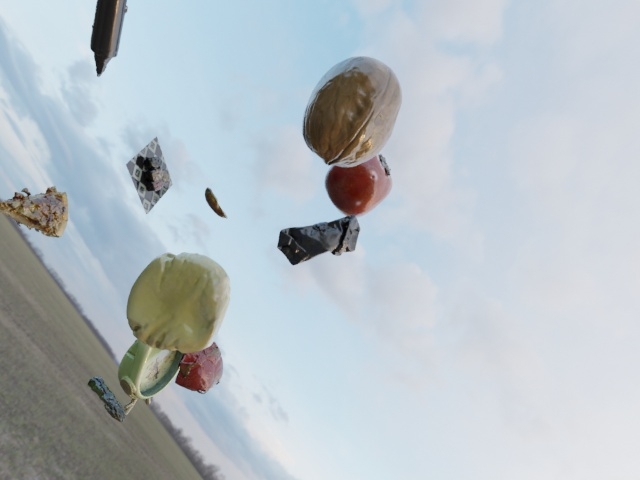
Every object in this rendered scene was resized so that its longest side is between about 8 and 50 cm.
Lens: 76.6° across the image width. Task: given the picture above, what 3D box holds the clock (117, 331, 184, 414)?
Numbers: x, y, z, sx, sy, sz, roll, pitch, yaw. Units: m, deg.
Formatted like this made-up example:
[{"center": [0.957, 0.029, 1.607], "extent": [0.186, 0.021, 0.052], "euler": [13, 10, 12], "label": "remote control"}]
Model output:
[{"center": [-0.543, 0.400, 1.306], "extent": [0.096, 0.307, 0.235], "euler": [24, 1, 17], "label": "clock"}]

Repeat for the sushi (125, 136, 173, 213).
[{"center": [-0.628, -0.250, 1.559], "extent": [0.047, 0.231, 0.219], "euler": [3, -51, 10], "label": "sushi"}]

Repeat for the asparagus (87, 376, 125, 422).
[{"center": [-0.524, 0.390, 0.997], "extent": [0.165, 0.030, 0.036], "euler": [30, 6, 35], "label": "asparagus"}]

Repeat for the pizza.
[{"center": [-0.800, -0.089, 1.145], "extent": [0.069, 0.194, 0.154], "euler": [7, -92, 18], "label": "pizza"}]

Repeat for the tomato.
[{"center": [0.167, -0.262, 1.779], "extent": [0.290, 0.325, 0.293], "euler": [-30, -75, 17], "label": "tomato"}]

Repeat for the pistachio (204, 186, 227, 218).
[{"center": [-0.482, -0.163, 1.843], "extent": [0.172, 0.049, 0.089], "euler": [65, -7, -28], "label": "pistachio"}]

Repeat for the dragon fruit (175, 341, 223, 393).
[{"center": [-0.371, 0.389, 1.290], "extent": [0.127, 0.160, 0.120], "euler": [17, 6, -1], "label": "dragon fruit"}]

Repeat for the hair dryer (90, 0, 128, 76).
[{"center": [-0.399, -0.492, 0.822], "extent": [0.352, 0.189, 0.107], "euler": [-59, -142, 33], "label": "hair dryer"}]

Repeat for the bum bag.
[{"center": [0.000, 0.000, 1.430], "extent": [0.074, 0.310, 0.136], "euler": [-150, -131, -76], "label": "bum bag"}]

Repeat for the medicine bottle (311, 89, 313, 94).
[{"center": [0.098, -0.429, 1.278], "extent": [0.139, 0.237, 0.139], "euler": [167, -90, -89], "label": "medicine bottle"}]

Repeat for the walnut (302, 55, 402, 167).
[{"center": [0.058, -0.232, 0.748], "extent": [0.167, 0.207, 0.167], "euler": [29, 3, -2], "label": "walnut"}]

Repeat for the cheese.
[{"center": [-0.314, 0.135, 0.906], "extent": [0.214, 0.225, 0.117], "euler": [12, -4, 0], "label": "cheese"}]
